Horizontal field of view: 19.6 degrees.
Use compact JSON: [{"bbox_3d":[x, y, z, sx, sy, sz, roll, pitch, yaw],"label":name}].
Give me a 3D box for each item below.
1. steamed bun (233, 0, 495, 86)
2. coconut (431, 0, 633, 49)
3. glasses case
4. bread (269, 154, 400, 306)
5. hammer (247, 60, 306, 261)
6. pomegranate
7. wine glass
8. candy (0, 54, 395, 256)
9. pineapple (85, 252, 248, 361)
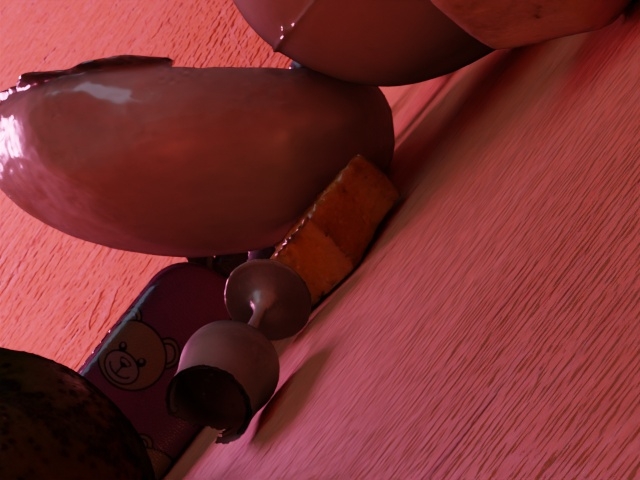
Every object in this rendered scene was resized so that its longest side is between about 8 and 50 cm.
[{"bbox_3d":[0.082,-0.299,1.530,0.374,0.334,0.334,-39,12,33],"label":"steamed bun"},{"bbox_3d":[0.143,-0.259,1.170,0.259,0.259,0.259,-52,5,7],"label":"coconut"},{"bbox_3d":[-0.180,0.161,1.722,0.316,0.123,0.076,-51,7,7],"label":"glasses case"},{"bbox_3d":[0.000,0.000,1.578,0.187,0.065,0.103,-43,13,53],"label":"bread"},{"bbox_3d":[-0.029,-0.050,2.020,0.037,0.137,0.290,-9,-42,-37],"label":"hammer"},{"bbox_3d":[-0.254,0.249,1.315,0.285,0.285,0.340,-63,-18,-62],"label":"pomegranate"},{"bbox_3d":[-0.063,0.086,1.462,0.079,0.079,0.195,-50,5,26],"label":"wine glass"},{"bbox_3d":[-0.114,-0.080,1.737,0.427,0.386,0.186,154,113,-74],"label":"candy"},{"bbox_3d":[-0.162,0.098,1.976,0.277,0.130,0.119,-47,20,35],"label":"pineapple"}]
